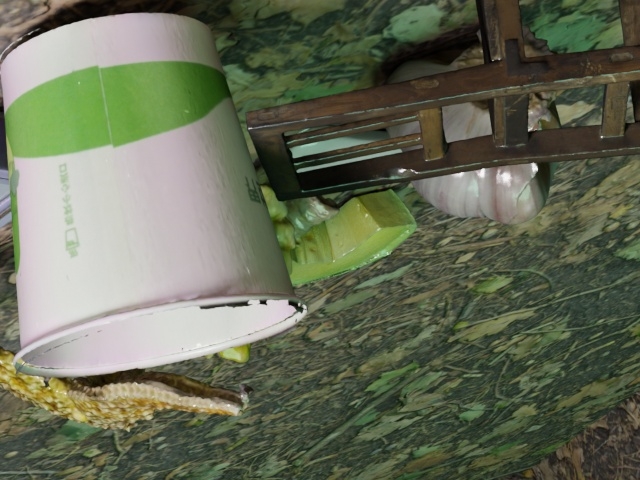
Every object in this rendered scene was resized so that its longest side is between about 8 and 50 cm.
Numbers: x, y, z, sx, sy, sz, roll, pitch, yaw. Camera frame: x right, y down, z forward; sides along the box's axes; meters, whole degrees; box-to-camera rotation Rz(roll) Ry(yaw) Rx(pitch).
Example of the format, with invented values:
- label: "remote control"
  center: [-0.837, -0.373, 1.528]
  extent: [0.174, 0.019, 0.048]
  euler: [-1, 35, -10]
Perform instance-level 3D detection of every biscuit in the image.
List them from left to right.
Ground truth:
- label: "biscuit"
  center: [-0.075, 0.000, 2.047]
  extent: [0.219, 0.055, 0.061]
  euler: [-34, 121, 29]

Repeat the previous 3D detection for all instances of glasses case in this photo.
- label: "glasses case"
  center: [0.029, -0.101, 1.911]
  extent: [0.197, 0.049, 0.076]
  euler: [0, 150, -49]

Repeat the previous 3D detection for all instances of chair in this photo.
- label: "chair"
  center: [0.144, -0.197, 1.557]
  extent: [0.416, 0.240, 0.203]
  euler: [-6, 161, 4]

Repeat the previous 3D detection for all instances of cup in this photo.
- label: "cup"
  center: [-0.155, -0.036, 1.497]
  extent: [0.253, 0.273, 0.253]
  euler: [-11, 168, -2]

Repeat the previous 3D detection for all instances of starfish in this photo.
- label: "starfish"
  center: [-0.263, 0.111, 1.784]
  extent: [0.384, 0.132, 0.398]
  euler: [20, -177, -3]

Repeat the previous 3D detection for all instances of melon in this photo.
- label: "melon"
  center: [0.000, 0.000, 2.130]
  extent: [0.210, 0.064, 0.118]
  euler: [-10, 158, -27]

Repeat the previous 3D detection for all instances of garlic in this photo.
- label: "garlic"
  center: [0.185, -0.145, 1.844]
  extent: [0.207, 0.207, 0.256]
  euler: [-40, -171, 40]

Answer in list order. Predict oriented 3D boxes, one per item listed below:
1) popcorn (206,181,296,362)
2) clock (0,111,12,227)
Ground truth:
- label: "popcorn"
  center: [-0.114, 0.030, 1.898]
  extent: [0.167, 0.185, 0.187]
  euler: [-12, -162, 22]
- label: "clock"
  center: [-0.353, -0.043, 1.596]
  extent: [0.193, 0.073, 0.145]
  euler: [-33, 159, 27]
